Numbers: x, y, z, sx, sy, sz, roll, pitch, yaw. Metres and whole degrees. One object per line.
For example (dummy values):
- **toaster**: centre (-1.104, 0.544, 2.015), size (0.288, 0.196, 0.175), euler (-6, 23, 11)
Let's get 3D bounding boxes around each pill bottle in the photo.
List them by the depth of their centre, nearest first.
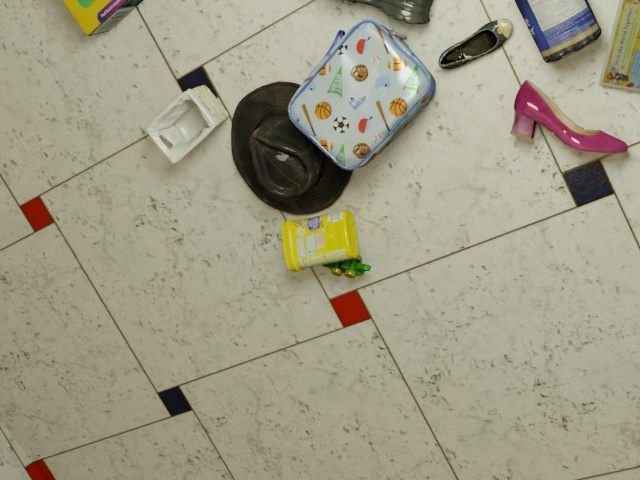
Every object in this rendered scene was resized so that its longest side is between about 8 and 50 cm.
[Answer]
- **pill bottle**: centre (0.449, -0.470, 1.642), size (0.122, 0.123, 0.219), euler (-24, 101, 28)

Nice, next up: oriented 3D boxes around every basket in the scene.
- **basket**: centre (-0.317, -0.285, 2.035), size (0.167, 0.103, 0.113), euler (-35, 96, 30)

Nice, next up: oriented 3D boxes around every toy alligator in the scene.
- **toy alligator**: centre (0.044, 0.061, 2.073), size (0.189, 0.056, 0.051), euler (9, 156, 28)

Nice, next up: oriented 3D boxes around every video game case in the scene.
- **video game case**: centre (0.658, -0.371, 1.602), size (0.206, 0.026, 0.227), euler (14, 144, 15)

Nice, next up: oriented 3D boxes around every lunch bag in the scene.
- **lunch bag**: centre (0.089, -0.322, 1.828), size (0.243, 0.115, 0.303), euler (45, 106, 6)

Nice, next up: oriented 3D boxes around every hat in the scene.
- **hat**: centre (-0.093, -0.195, 1.968), size (0.331, 0.134, 0.331), euler (9, 115, 19)

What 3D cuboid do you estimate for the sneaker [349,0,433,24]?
- **sneaker**: centre (0.111, -0.552, 1.764), size (0.286, 0.109, 0.130), euler (20, 111, 3)

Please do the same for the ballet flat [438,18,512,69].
- **ballet flat**: centre (0.325, -0.405, 1.760), size (0.173, 0.049, 0.057), euler (-28, 100, 29)

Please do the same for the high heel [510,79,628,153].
- **high heel**: centre (0.521, -0.252, 1.741), size (0.244, 0.082, 0.117), euler (17, 110, 20)

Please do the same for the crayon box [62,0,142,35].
- **crayon box**: centre (-0.489, -0.705, 1.923), size (0.363, 0.106, 0.313), euler (-31, 97, 29)

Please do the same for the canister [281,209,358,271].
- **canister**: centre (0.000, 0.000, 2.032), size (0.169, 0.073, 0.126), euler (-12, 78, 24)
